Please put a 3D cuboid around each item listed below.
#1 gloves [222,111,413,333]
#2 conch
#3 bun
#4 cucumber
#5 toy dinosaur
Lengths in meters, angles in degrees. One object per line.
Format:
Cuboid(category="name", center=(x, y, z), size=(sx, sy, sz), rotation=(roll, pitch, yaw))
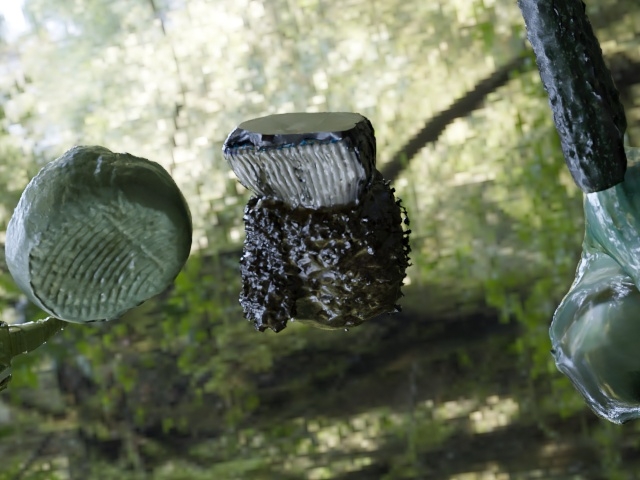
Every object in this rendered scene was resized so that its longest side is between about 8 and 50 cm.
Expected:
Cuboid(category="gloves", center=(-0.003, -0.004, 1.664), size=(0.135, 0.210, 0.312), rotation=(-91, -17, -51))
Cuboid(category="conch", center=(0.240, 0.021, 1.065), size=(0.188, 0.122, 0.175), rotation=(103, 168, -50))
Cuboid(category="bun", center=(-0.232, -0.011, 1.545), size=(0.118, 0.195, 0.195), rotation=(58, 177, 47))
Cuboid(category="cucumber", center=(0.148, -0.146, 0.949), size=(0.043, 0.044, 0.256), rotation=(-46, -57, -40))
Cuboid(category="toy dinosaur", center=(-0.384, 0.123, 1.674), size=(0.259, 0.153, 0.094), rotation=(-36, -48, -56))
